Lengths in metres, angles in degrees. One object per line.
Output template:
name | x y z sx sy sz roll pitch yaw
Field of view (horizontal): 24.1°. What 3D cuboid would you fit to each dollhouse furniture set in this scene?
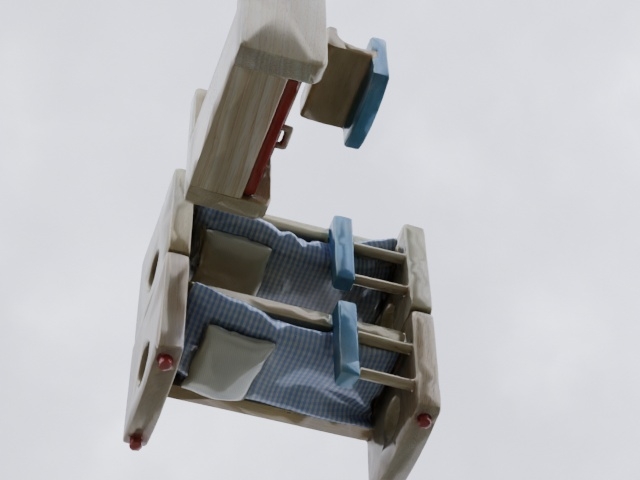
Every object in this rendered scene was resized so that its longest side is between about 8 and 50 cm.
dollhouse furniture set | 0.000 0.000 0.659 0.129 0.129 0.183 14 -52 -12
